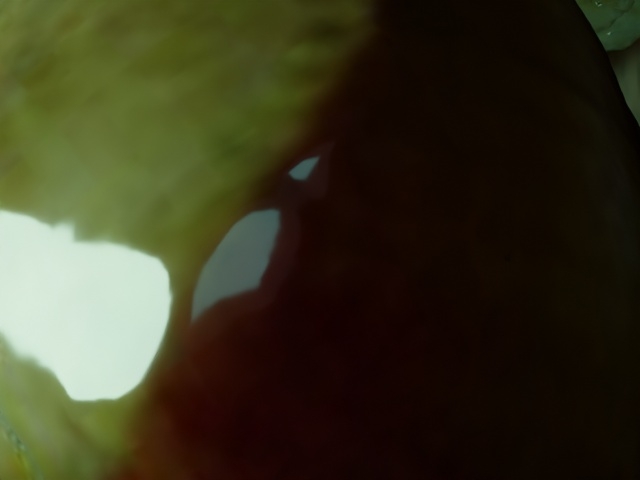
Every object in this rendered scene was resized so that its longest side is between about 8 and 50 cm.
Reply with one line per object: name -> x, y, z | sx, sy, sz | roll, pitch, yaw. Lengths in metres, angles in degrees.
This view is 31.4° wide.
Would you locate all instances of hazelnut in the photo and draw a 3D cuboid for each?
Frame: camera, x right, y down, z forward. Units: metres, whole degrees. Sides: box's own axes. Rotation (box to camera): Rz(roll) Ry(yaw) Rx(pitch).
hazelnut -> -0.008, -0.002, 0.490 | 0.365, 0.366, 0.366 | -3, 68, 6

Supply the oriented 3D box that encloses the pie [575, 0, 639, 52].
pie -> 0.085, -0.238, 0.712 | 0.339, 0.077, 0.339 | -2, 69, 6
